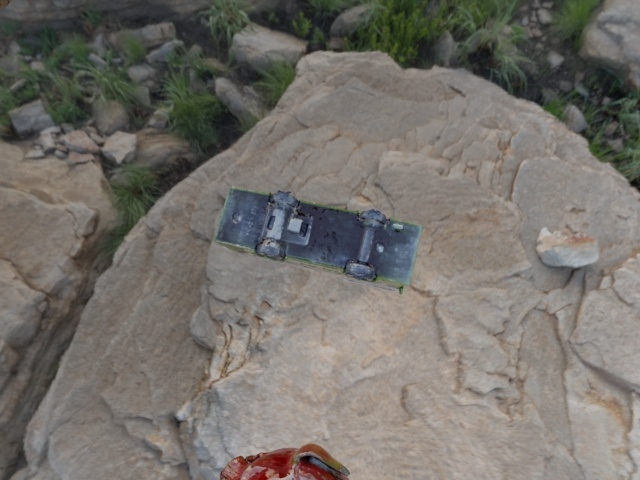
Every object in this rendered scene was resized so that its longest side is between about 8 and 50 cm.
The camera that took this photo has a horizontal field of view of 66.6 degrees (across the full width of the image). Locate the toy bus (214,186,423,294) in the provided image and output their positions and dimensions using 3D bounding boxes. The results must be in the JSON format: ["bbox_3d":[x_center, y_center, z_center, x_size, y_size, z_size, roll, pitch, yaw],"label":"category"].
[{"bbox_3d":[0.000,0.000,0.763,0.301,0.139,0.113,13,79,9],"label":"toy bus"}]

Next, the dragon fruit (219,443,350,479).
[{"bbox_3d":[-0.024,0.239,0.416,0.166,0.136,0.133,26,108,36],"label":"dragon fruit"}]

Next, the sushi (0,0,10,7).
[{"bbox_3d":[-0.534,-0.404,0.648,0.179,0.167,0.297,-19,91,-14],"label":"sushi"}]
